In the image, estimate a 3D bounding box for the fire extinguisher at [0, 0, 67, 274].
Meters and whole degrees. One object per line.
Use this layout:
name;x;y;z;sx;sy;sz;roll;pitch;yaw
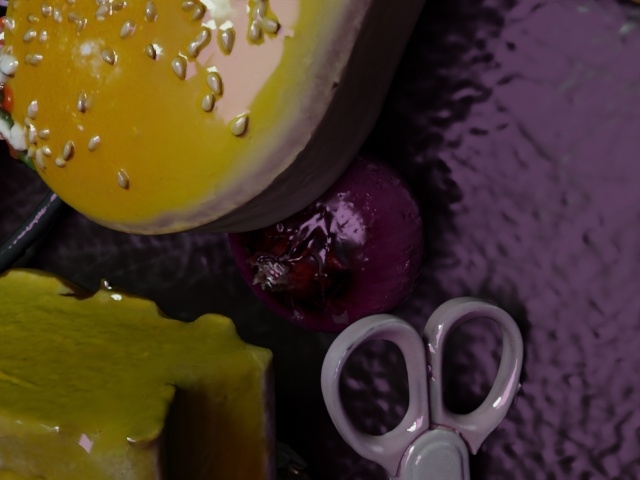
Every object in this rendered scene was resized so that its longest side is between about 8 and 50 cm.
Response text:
fire extinguisher;-0.264;-0.029;0.696;0.200;0.113;0.376;9;104;-25

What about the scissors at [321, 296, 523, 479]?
scissors;0.062;0.153;0.608;0.118;0.030;0.242;-9;106;-21

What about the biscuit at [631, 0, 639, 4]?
biscuit;0.136;-0.233;0.507;0.186;0.044;0.295;-47;65;32

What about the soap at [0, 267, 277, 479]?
soap;-0.156;0.167;0.617;0.259;0.143;0.281;11;118;26

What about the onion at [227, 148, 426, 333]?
onion;0.000;0.000;0.593;0.115;0.104;0.115;16;120;31

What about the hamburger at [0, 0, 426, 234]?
hamburger;-0.053;-0.144;0.534;0.227;0.151;0.295;24;91;41

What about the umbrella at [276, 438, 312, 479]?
umbrella;-0.045;0.140;0.647;0.067;0.062;0.143;-34;80;5
